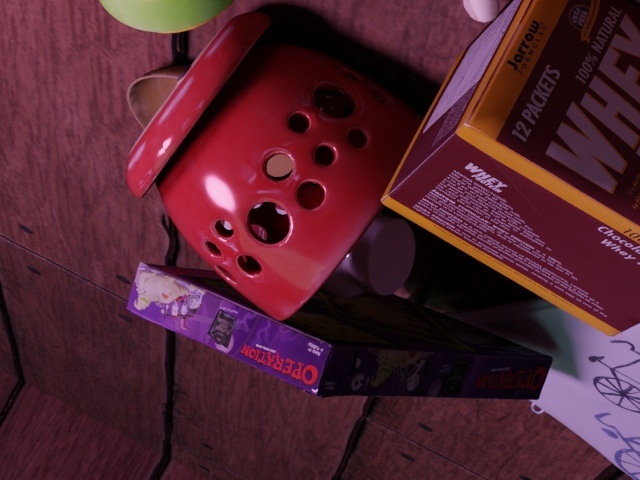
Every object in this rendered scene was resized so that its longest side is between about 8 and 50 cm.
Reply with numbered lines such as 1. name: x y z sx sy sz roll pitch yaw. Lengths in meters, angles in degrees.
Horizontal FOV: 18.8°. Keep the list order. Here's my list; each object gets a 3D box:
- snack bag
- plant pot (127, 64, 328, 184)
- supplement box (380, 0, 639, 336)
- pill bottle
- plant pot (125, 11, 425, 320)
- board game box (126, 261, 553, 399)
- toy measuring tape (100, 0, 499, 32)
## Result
1. snack bag: 0.296 0.143 1.757 0.342 0.037 0.323 37 159 -15
2. plant pot: -0.055 -0.083 1.665 0.236 0.032 0.236 26 162 9
3. supplement box: 0.172 -0.053 1.262 0.191 0.129 0.194 30 162 -5
4. pill bottle: 0.000 0.000 1.618 0.152 0.086 0.086 14 157 38
5. plant pot: -0.040 -0.062 1.459 0.174 0.191 0.191 36 161 -3
6. board game box: 0.025 0.080 1.644 0.208 0.056 0.347 26 -169 35
7. toy measuring tape: -0.050 -0.176 1.283 0.330 0.121 0.121 22 161 19
